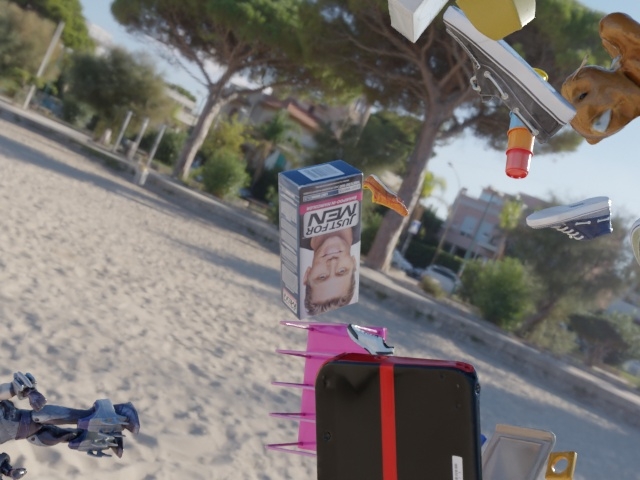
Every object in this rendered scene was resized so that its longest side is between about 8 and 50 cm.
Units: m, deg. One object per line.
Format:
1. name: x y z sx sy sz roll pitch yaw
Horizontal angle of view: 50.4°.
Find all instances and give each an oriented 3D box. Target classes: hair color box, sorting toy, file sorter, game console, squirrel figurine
1. hair color box: 0.000 0.000 1.607 0.174 0.347 0.105 -15 32 -27
2. sorting toy: 0.437 0.519 1.546 0.047 0.196 0.347 42 -25 -19
3. file sorter: 0.006 0.326 1.503 0.202 0.291 0.182 -2 -13 32
4. game console: 0.126 0.391 1.152 0.342 0.387 0.060 -5 -4 42
5. squirrel figurine: 0.741 -0.329 1.471 0.397 0.370 0.281 47 9 7

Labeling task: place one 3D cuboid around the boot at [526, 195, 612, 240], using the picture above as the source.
1. boot: 0.552 -0.033 1.499 0.190 0.086 0.069 -14 15 0

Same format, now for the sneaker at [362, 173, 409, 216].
1. sneaker: 0.198 -0.126 2.063 0.175 0.067 0.064 43 2 20

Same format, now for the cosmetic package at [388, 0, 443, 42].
1. cosmetic package: 0.334 -0.735 1.808 0.097 0.377 0.284 40 7 4

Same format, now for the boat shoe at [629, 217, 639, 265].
1. boat shoe: 0.682 0.092 1.288 0.109 0.094 0.302 -29 -84 46

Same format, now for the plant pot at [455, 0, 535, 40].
1. plant pot: 0.264 -0.342 0.987 0.081 0.081 0.083 -20 -74 51

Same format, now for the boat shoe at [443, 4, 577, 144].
1. boat shoe: 0.323 -0.299 1.242 0.301 0.102 0.108 42 26 -2

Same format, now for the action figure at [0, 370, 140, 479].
1. action figure: -0.438 0.286 1.054 0.285 0.185 0.099 11 26 -33

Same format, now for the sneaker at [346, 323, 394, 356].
1. sneaker: 0.101 0.199 1.352 0.109 0.044 0.040 38 13 11

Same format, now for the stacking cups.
1. stacking cups: 0.565 -0.324 1.908 0.096 0.316 0.096 14 -15 4
